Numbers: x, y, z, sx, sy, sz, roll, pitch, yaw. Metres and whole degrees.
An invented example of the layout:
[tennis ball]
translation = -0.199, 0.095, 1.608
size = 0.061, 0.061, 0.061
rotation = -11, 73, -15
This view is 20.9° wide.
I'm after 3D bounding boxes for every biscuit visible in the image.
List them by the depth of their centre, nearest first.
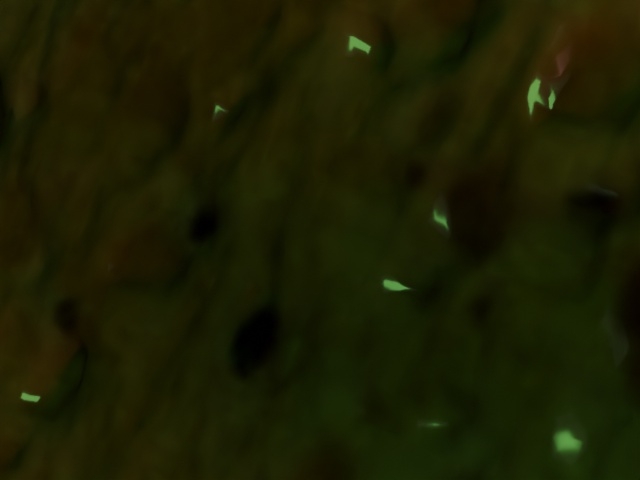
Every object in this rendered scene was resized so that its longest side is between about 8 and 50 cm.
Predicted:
[biscuit]
translation = 0.000, 0.000, 0.408
size = 0.359, 0.046, 0.359
rotation = -11, 69, 31
